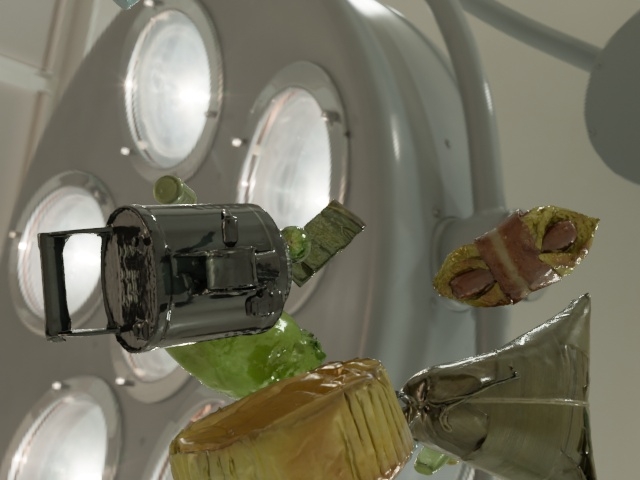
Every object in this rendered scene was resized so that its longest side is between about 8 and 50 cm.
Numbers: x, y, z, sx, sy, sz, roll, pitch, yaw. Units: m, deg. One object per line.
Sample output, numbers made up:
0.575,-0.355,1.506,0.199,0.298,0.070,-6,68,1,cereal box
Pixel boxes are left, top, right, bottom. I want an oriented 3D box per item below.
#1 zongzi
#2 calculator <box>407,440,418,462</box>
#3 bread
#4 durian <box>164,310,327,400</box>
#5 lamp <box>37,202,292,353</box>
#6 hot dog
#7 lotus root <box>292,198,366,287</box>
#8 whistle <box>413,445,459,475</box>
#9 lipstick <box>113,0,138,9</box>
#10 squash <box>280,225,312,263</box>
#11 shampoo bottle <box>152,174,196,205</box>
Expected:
0.285,0.210,1.192,0.181,0.447,0.418,-31,-142,59,zongzi
0.044,0.338,1.243,0.185,0.299,0.041,-55,-163,26,calculator
-0.025,0.225,0.738,0.179,0.250,0.133,-8,-78,60,bread
-0.184,0.184,1.331,0.256,0.340,0.204,23,-95,46,durian
-0.185,0.049,1.018,0.374,0.272,0.204,-6,-92,33,lamp
0.294,0.027,1.033,0.262,0.093,0.123,-33,-92,10,hot dog
0.000,0.000,1.777,0.235,0.138,0.119,-42,-89,8,lotus root
0.276,0.426,1.480,0.141,0.294,0.141,16,-56,25,whistle
-0.175,-0.326,0.783,0.158,0.048,0.048,-46,-140,-16,lipstick
-0.047,0.010,1.195,0.229,0.066,0.066,124,-23,-86,squash
-0.361,-0.107,1.766,0.079,0.162,0.079,-2,-103,9,shampoo bottle
